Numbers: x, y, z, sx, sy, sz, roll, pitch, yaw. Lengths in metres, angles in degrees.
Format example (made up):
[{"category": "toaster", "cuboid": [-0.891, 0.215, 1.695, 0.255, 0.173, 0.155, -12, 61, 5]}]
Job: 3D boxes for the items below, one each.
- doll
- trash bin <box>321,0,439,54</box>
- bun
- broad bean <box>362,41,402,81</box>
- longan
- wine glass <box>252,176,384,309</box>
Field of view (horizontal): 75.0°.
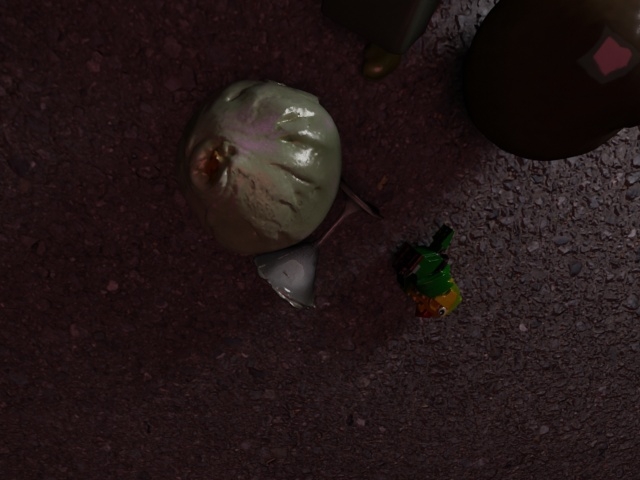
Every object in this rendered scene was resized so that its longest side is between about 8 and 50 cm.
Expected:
[{"category": "doll", "cuboid": [0.229, 0.077, 0.863, 0.134, 0.106, 0.186, -26, 115, -6]}, {"category": "trash bin", "cuboid": [0.103, -0.401, 0.548, 0.164, 0.122, 0.240, 34, 148, 7]}, {"category": "bun", "cuboid": [-0.114, -0.120, 0.659, 0.293, 0.187, 0.293, 1, 94, 11]}, {"category": "broad bean", "cuboid": [0.105, -0.311, 0.708, 0.063, 0.045, 0.083, 28, 102, -4]}, {"category": "longan", "cuboid": [0.366, -0.264, 0.618, 0.298, 0.297, 0.297, -2, 115, -4]}, {"category": "wine glass", "cuboid": [0.000, 0.000, 0.793, 0.156, 0.156, 0.232, 38, 102, -20]}]
